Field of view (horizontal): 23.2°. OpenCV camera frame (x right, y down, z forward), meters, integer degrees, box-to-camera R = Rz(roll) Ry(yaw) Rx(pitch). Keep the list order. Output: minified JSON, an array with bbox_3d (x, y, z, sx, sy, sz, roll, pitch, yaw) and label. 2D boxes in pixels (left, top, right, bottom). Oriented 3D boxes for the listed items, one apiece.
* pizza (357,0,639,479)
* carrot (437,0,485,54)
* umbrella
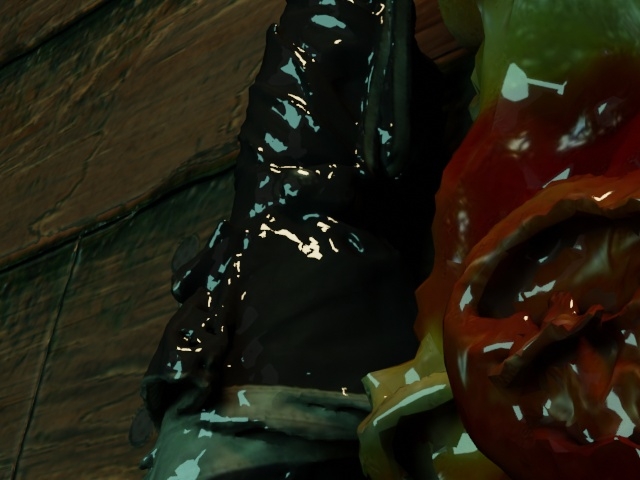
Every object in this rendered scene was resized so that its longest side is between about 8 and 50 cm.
[{"bbox_3d":[0.111,-0.020,0.438,0.440,0.130,0.406,-45,48,30],"label":"pizza"},{"bbox_3d":[0.131,-0.089,0.594,0.209,0.061,0.061,20,82,54],"label":"carrot"},{"bbox_3d":[-0.004,-0.003,0.657,0.106,0.113,0.358,131,154,-60],"label":"umbrella"}]
